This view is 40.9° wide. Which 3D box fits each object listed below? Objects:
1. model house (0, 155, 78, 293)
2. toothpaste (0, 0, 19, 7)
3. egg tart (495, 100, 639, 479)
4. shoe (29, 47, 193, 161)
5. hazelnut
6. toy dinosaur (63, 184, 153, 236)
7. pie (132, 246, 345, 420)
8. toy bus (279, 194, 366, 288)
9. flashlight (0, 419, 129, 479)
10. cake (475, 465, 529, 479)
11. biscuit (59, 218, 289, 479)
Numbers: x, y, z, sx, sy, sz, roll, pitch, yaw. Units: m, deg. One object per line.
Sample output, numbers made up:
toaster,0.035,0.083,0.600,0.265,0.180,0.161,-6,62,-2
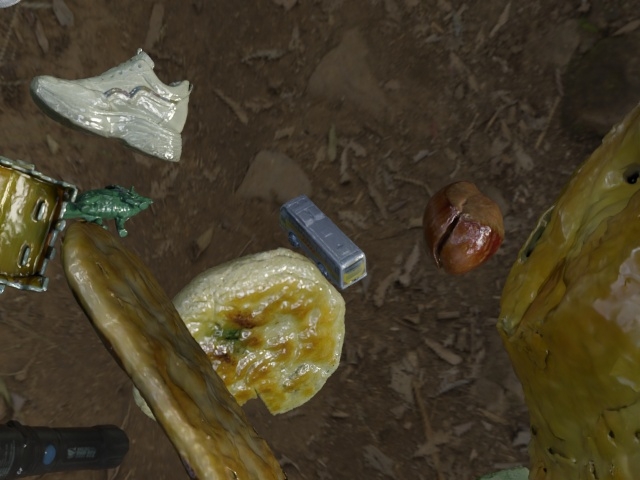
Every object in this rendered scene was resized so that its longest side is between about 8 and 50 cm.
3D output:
model house,-0.532,-0.035,1.371,0.198,0.215,0.224,21,80,-38
toothpaste,-0.309,-0.295,0.677,0.100,0.323,0.066,3,74,0
egg tart,0.206,0.014,0.517,0.129,0.341,0.341,31,80,-1
shoe,-0.430,-0.313,1.814,0.341,0.132,0.211,20,86,-28
hazelnut,0.231,-0.019,1.429,0.143,0.143,0.154,-13,49,-11
toy dinosaur,-0.447,-0.060,1.731,0.120,0.292,0.079,32,116,18
pie,-0.112,0.153,1.239,0.337,0.075,0.338,-16,130,-20
toy bus,0.000,0.000,1.448,0.064,0.075,0.190,-30,55,-20
flashlight,-0.489,0.379,1.540,0.103,0.424,0.103,-5,77,22
cake,0.319,0.487,1.423,0.099,0.100,0.235,-17,121,-17
biscuit,-0.092,0.088,0.565,0.029,0.118,0.247,-36,84,10
